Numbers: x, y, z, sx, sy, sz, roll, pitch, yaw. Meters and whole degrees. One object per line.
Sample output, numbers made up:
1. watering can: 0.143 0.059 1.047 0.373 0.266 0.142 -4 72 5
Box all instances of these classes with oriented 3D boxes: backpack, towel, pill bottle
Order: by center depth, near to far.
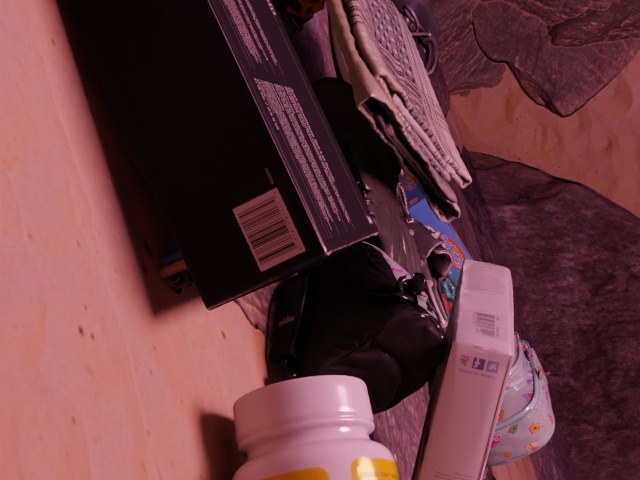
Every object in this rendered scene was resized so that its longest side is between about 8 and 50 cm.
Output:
1. pill bottle: 0.003 0.206 0.700 0.119 0.119 0.209 43 34 -62
2. backpack: 0.033 0.078 0.931 0.115 0.151 0.182 59 4 -25
3. towel: 0.084 -0.210 1.191 0.312 0.056 0.324 45 27 -57
4. backpack: 0.255 0.234 1.500 0.188 0.165 0.144 -90 157 -56

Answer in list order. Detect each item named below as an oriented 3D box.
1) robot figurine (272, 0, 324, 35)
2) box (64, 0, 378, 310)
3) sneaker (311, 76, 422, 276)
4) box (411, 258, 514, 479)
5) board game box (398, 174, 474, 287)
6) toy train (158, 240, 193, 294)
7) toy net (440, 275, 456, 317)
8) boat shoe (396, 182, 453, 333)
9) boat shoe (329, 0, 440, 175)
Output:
1. robot figurine: -0.060 -0.389 1.200 0.211 0.085 0.291 -85 154 -53
2. box: -0.068 -0.096 0.754 0.261 0.103 0.184 65 17 2
3. sneaker: 0.041 -0.053 1.174 0.130 0.109 0.287 -11 82 -69
4. box: 0.125 0.204 0.985 0.232 0.058 0.322 -59 162 -70
5. board game box: 0.181 -0.020 1.608 0.210 0.047 0.160 53 8 -31
6. toy train: -0.086 0.007 0.777 0.158 0.027 0.036 -46 114 -74
7. toy net: 0.200 0.075 1.734 0.122 0.045 0.232 7 63 -55
8. boat shoe: 0.131 0.026 1.400 0.108 0.102 0.301 55 23 -50
9. boat shoe: 0.111 -0.323 1.624 0.187 0.155 0.500 57 23 -51
